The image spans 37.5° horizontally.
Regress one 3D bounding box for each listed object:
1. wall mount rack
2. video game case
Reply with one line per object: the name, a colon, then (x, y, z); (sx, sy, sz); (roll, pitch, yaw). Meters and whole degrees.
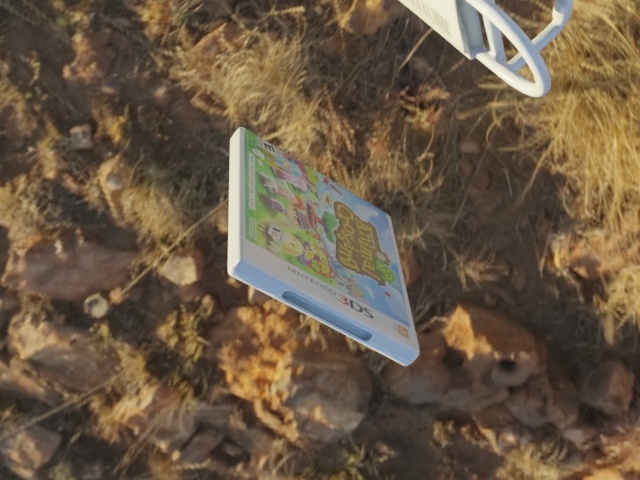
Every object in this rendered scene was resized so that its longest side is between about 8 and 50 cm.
wall mount rack: (0.099, -0.291, 0.783); (0.130, 0.304, 0.350); (-43, 66, -3)
video game case: (0.000, 0.000, 0.874); (0.193, 0.212, 0.023); (30, 119, -24)
